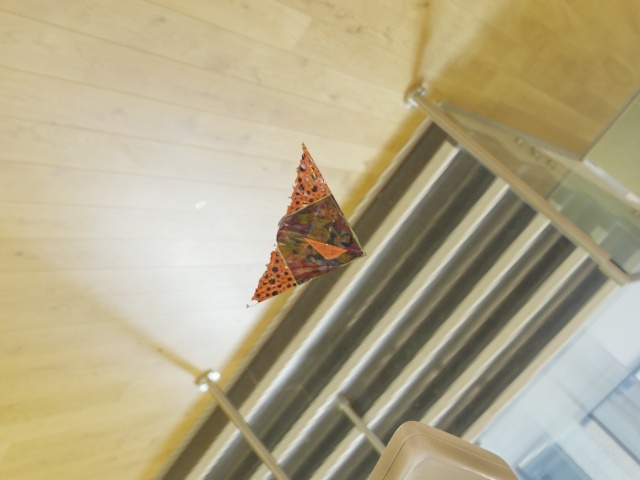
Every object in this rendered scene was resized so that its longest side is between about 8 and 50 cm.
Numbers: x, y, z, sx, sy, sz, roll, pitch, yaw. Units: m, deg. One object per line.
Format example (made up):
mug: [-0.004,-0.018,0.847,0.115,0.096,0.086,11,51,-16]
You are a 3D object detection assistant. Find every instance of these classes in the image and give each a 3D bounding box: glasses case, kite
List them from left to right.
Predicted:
kite: [0.000,0.000,0.957,0.008,0.125,0.222,-118,-135,-73]
glasses case: [0.077,0.365,0.819,0.336,0.144,0.076,-64,-168,10]
